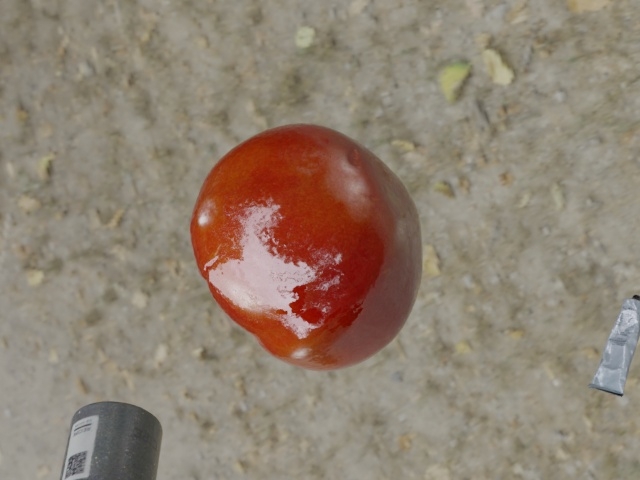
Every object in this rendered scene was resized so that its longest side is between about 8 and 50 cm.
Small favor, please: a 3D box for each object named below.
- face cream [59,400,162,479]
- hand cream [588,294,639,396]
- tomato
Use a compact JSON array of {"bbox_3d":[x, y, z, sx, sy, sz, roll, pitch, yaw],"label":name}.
[{"bbox_3d":[-0.164,0.248,0.875,0.073,0.073,0.284,-53,25,43],"label":"face cream"},{"bbox_3d":[0.249,0.086,1.021,0.030,0.093,0.019,10,155,32],"label":"hand cream"},{"bbox_3d":[0.000,0.000,1.471,0.226,0.298,0.299,-37,78,26],"label":"tomato"}]
